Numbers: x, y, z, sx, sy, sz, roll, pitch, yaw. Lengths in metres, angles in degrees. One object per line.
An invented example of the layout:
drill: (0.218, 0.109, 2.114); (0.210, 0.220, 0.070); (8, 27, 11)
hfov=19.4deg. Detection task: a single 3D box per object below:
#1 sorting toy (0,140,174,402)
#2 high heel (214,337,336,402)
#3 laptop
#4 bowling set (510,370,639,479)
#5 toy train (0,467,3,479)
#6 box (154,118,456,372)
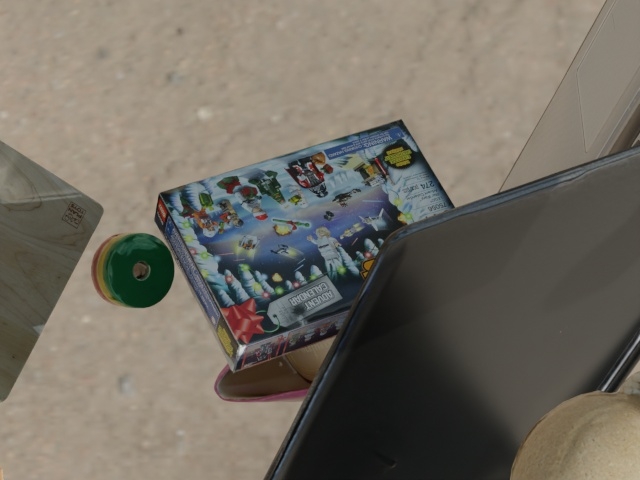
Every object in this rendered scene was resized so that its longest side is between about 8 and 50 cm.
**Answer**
sorting toy: (-0.221, 0.000, 1.074); (0.274, 0.046, 0.132); (34, 74, -30)
high heel: (0.013, 0.055, 1.097); (0.117, 0.244, 0.082); (-30, 96, -18)
laptop: (0.084, -0.015, 1.063); (0.236, 0.382, 0.408); (12, 48, -13)
bowling set: (0.109, 0.116, 0.540); (0.287, 0.200, 0.154); (-31, 79, -3)
toy train: (-0.224, 0.209, 1.269); (0.046, 0.125, 0.166); (-1, 68, -17)
box: (0.000, 0.000, 0.911); (0.137, 0.027, 0.094); (-19, 63, -22)
